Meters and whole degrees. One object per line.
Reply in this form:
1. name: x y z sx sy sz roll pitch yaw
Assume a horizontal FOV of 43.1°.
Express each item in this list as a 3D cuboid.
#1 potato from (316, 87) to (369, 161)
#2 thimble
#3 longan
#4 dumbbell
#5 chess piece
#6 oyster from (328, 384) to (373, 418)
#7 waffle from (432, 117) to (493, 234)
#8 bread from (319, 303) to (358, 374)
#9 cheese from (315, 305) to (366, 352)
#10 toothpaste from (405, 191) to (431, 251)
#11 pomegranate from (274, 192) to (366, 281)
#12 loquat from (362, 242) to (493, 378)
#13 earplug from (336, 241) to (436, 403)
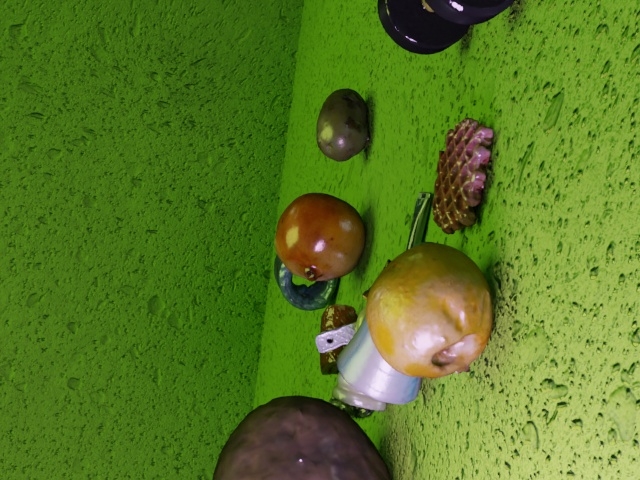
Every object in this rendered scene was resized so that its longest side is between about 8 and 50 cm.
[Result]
1. potato: 0.066 -0.359 2.470 0.165 0.165 0.262 115 162 -52
2. thimble: -0.041 0.110 2.561 0.143 0.198 0.235 -122 14 -69
3. longan: -0.035 0.566 1.725 0.435 0.404 0.404 -106 27 -50
4. dumbbell: 0.253 -0.506 1.621 0.322 0.204 0.203 178 101 -77
5. chess piece: 0.117 0.264 1.890 0.133 0.133 0.243 -175 99 -78
6. oyster: 0.093 0.370 2.060 0.252 0.087 0.199 2 83 66
7. waffle: 0.274 -0.126 1.596 0.221 0.056 0.234 -141 60 -77
8. bread: 0.050 0.273 2.215 0.132 0.103 0.172 110 165 -61
9. cheese: 0.100 0.194 1.818 0.050 0.235 0.127 44 -152 -79
10. toothpaste: 0.217 -0.014 1.829 0.057 0.035 0.197 -166 88 -69
11. pomegranate: 0.000 0.000 2.297 0.264 0.264 0.264 -171 90 -78
12. loquat: 0.185 0.117 1.413 0.244 0.244 0.243 -171 90 -78
13. earplug: 0.173 0.147 1.638 0.185 0.185 0.324 -107 35 -64
